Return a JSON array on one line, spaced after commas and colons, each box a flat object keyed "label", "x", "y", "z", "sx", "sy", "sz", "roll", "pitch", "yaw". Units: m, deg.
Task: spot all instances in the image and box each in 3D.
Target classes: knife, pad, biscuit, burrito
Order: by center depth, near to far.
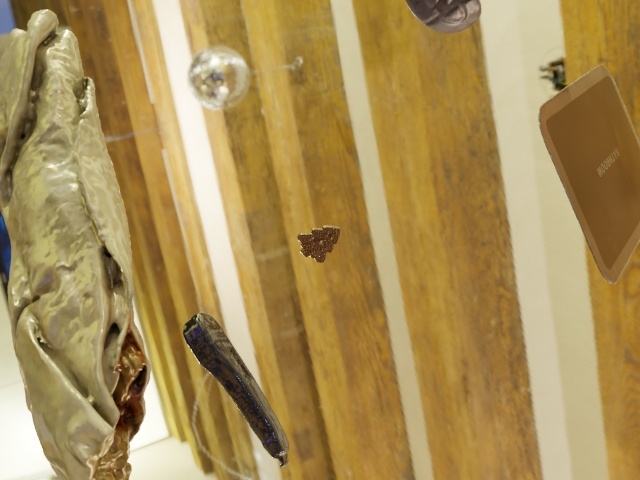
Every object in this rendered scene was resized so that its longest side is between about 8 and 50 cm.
[{"label": "knife", "x": -0.053, "y": 0.101, "z": 0.480, "sx": 0.121, "sy": 0.018, "sz": 0.031, "roll": 56, "pitch": 13, "yaw": -1}, {"label": "burrito", "x": -0.191, "y": -0.008, "z": 0.530, "sx": 0.117, "sy": 0.076, "sz": 0.392, "roll": -38, "pitch": -120, "yaw": 34}, {"label": "pad", "x": 0.287, "y": -0.078, "z": 0.710, "sx": 0.002, "sy": 0.266, "sz": 0.176, "roll": -20, "pitch": -81, "yaw": 40}, {"label": "biscuit", "x": 0.000, "y": 0.000, "z": 1.393, "sx": 0.082, "sy": 0.092, "sz": 0.016, "roll": 47, "pitch": 9, "yaw": -28}]

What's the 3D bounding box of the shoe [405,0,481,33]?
[{"label": "shoe", "x": 0.161, "y": -0.431, "z": 1.084, "sx": 0.095, "sy": 0.245, "sz": 0.138, "roll": -24, "pitch": -140, "yaw": 34}]
